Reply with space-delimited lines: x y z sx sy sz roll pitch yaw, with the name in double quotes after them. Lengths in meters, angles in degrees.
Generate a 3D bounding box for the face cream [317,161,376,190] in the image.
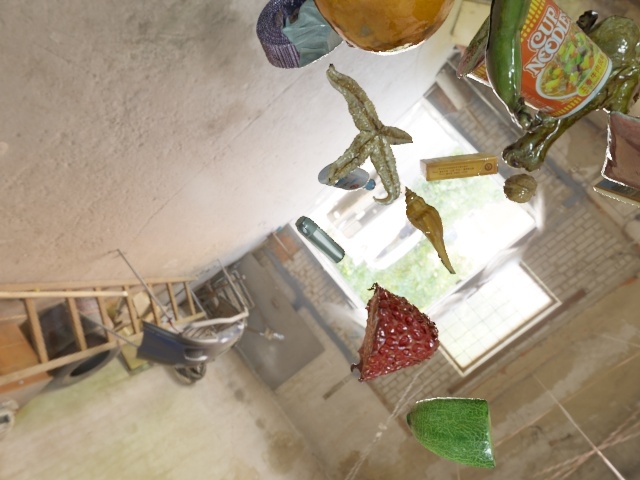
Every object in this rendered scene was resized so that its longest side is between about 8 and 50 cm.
0.145 -0.290 1.924 0.163 0.080 0.337 -25 160 37 "face cream"

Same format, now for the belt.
-0.037 -0.642 1.179 0.325 0.260 0.122 -45 151 -8 "belt"

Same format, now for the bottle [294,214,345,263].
0.000 0.000 1.684 0.079 0.254 0.096 -37 -154 21 "bottle"

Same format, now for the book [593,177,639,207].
0.874 -0.150 0.926 0.262 0.028 0.374 -39 -158 9 "book"

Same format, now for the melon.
0.412 0.617 1.352 0.323 0.196 0.124 -11 160 40 "melon"

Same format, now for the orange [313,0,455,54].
0.133 -0.544 0.837 0.312 0.312 0.312 -37 168 -9 "orange"

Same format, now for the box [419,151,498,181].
0.552 -0.301 1.654 0.274 0.076 0.174 -5 -162 6 "box"

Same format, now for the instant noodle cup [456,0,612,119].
0.397 -0.331 0.751 0.193 0.212 0.193 -58 -169 18 "instant noodle cup"

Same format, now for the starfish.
0.130 -0.289 1.258 0.432 0.082 0.324 21 88 -43 "starfish"

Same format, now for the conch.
0.364 -0.039 1.323 0.093 0.330 0.109 -35 177 -6 "conch"

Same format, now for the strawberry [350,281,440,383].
0.176 0.227 0.925 0.234 0.178 0.234 12 90 -88 "strawberry"

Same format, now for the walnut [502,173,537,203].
0.523 -0.136 1.067 0.096 0.082 0.079 -104 -143 -75 "walnut"

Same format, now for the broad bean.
0.253 -0.284 0.474 0.049 0.144 0.292 -13 136 -9 "broad bean"

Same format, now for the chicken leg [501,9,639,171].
0.605 -0.319 0.950 0.140 0.211 0.361 -39 151 -56 "chicken leg"

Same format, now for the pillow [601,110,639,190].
0.588 -0.144 0.703 0.075 0.179 0.171 -45 136 -6 "pillow"
